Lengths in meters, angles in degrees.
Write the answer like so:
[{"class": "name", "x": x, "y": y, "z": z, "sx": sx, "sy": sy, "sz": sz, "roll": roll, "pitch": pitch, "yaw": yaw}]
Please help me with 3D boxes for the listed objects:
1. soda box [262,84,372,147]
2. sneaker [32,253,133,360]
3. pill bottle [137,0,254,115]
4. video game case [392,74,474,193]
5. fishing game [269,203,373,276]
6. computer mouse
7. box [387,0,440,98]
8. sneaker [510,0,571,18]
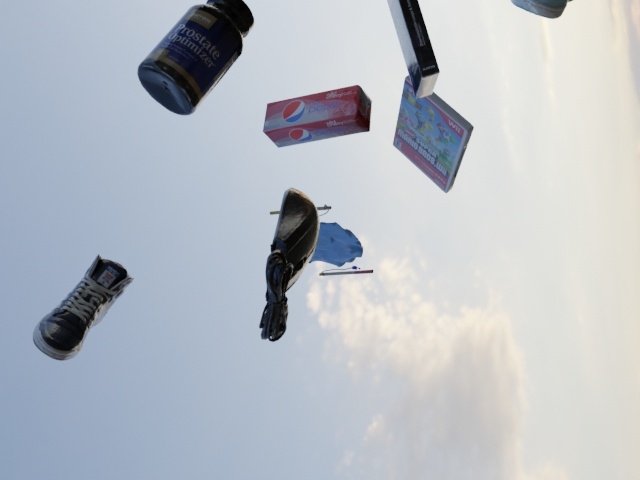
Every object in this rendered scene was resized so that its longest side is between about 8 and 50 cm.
[{"class": "soda box", "x": -0.008, "y": -0.306, "z": 1.740, "sx": 0.083, "sy": 0.263, "sz": 0.092, "roll": 42, "pitch": -133, "yaw": -53}, {"class": "sneaker", "x": -0.475, "y": 0.125, "z": 1.428, "sx": 0.099, "sy": 0.153, "sz": 0.282, "roll": 37, "pitch": -166, "yaw": -8}, {"class": "pill bottle", "x": -0.214, "y": -0.339, "z": 1.249, "sx": 0.219, "sy": 0.122, "sz": 0.123, "roll": -58, "pitch": -47, "yaw": -23}, {"class": "video game case", "x": 0.268, "y": -0.255, "z": 1.724, "sx": 0.025, "sy": 0.204, "sz": 0.285, "roll": -38, "pitch": -20, "yaw": -17}, {"class": "fishing game", "x": 0.000, "y": 0.000, "z": 1.485, "sx": 0.264, "sy": 0.189, "sz": 0.041, "roll": 49, "pitch": -136, "yaw": -46}, {"class": "computer mouse", "x": -0.044, "y": 0.021, "z": 1.172, "sx": 0.272, "sy": 0.072, "sz": 0.189, "roll": -81, "pitch": -1, "yaw": -47}, {"class": "box", "x": 0.126, "y": -0.288, "z": 0.973, "sx": 0.116, "sy": 0.029, "sz": 0.162, "roll": 30, "pitch": -134, "yaw": -86}, {"class": "sneaker", "x": 0.513, "y": -0.604, "z": 1.491, "sx": 0.319, "sy": 0.127, "sz": 0.208, "roll": -47, "pitch": -20, "yaw": -48}]
